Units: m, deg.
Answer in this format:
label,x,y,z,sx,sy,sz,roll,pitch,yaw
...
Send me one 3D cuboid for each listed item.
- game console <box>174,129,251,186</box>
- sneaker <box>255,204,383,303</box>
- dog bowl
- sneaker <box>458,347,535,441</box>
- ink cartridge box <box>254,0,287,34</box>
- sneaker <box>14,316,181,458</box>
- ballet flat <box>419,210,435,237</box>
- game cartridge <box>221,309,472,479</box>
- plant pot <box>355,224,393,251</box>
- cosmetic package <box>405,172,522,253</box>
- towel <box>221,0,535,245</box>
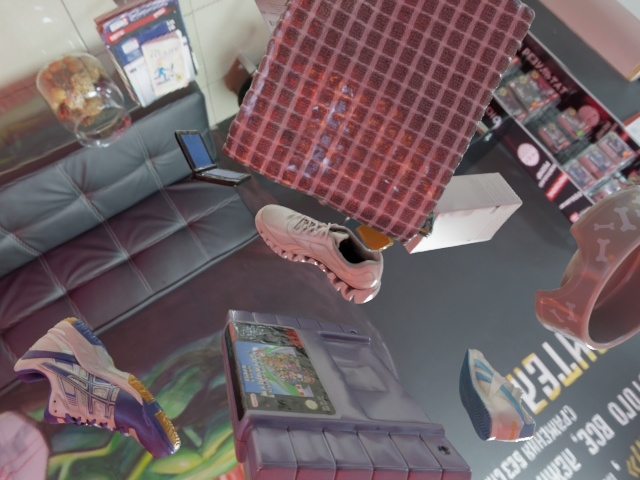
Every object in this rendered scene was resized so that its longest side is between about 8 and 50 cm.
label,x,y,z,sx,sy,sz,roll,pitch,yaw
game console,-0.171,-0.136,0.763,0.122,0.107,0.071,-76,176,-76
sneaker,0.000,0.000,0.922,0.110,0.292,0.118,-51,164,-32
dog bowl,0.601,0.069,0.941,0.348,0.102,0.349,-15,124,-22
sneaker,0.323,0.290,0.884,0.229,0.092,0.088,-84,180,-68
ink cartridge box,-0.033,-0.396,0.756,0.175,0.127,0.073,21,81,-82
sneaker,-0.358,0.263,0.752,0.131,0.296,0.112,-44,161,-32
ballet flat,0.159,-0.058,0.967,0.070,0.188,0.070,-20,120,-40
game cartridge,-0.003,0.182,0.590,0.355,0.229,0.068,-138,-116,-69
plant pot,0.162,-0.014,1.315,0.081,0.083,0.081,-31,169,17
cosmetic package,0.458,-0.098,1.590,0.384,0.156,0.217,-11,146,-27
towel,0.056,-0.168,0.489,0.121,0.234,0.284,-87,-158,-77
